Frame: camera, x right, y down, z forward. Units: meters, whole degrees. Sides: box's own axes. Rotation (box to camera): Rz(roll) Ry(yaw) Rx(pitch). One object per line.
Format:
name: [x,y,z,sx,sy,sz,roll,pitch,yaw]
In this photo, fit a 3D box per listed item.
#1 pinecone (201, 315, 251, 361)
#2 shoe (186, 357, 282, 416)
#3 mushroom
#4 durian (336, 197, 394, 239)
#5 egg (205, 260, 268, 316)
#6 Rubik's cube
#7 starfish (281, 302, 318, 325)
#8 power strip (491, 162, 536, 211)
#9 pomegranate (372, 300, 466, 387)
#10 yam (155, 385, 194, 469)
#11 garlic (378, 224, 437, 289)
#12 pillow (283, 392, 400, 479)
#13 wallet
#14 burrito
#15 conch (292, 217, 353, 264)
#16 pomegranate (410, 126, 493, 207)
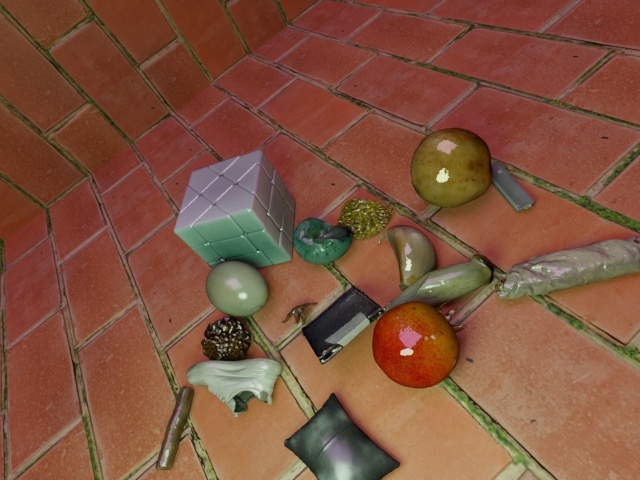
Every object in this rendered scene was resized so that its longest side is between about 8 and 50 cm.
pinecone: [-0.304,0.322,1.334,0.174,0.173,0.173,-14,49,17]
shoe: [-0.267,0.448,1.233,0.317,0.124,0.159,-13,56,18]
mushroom: [0.330,0.137,1.171,0.333,0.107,0.087,-23,27,11]
durian: [0.150,-0.083,1.460,0.183,0.165,0.132,25,25,16]
egg: [-0.292,0.166,1.418,0.253,0.186,0.186,23,67,35]
Rubik's cube: [-0.303,-0.095,1.548,0.322,0.316,0.318,-14,50,19]
starfish: [-0.064,0.224,1.328,0.130,0.041,0.133,-33,22,-30]
power strip: [0.608,-0.181,1.337,0.060,0.027,0.252,-26,47,8]
pomegranate: [0.256,0.253,1.054,0.257,0.220,0.221,-34,46,-12]
yam: [-0.447,0.577,1.267,0.057,0.056,0.241,-7,53,23]
garlic: [0.271,0.036,1.286,0.164,0.146,0.244,-50,37,28]
pillow: [0.046,0.525,1.012,0.186,0.106,0.250,-41,48,-17]
wallet: [0.059,0.240,1.184,0.221,0.071,0.262,-37,8,-7]
burrito: [0.657,0.073,1.078,0.393,0.076,0.117,-16,42,13]
conch: [-0.001,0.000,1.445,0.196,0.134,0.202,-10,38,-22]
pomegranate: [0.418,-0.236,1.325,0.261,0.260,0.260,-14,49,17]
